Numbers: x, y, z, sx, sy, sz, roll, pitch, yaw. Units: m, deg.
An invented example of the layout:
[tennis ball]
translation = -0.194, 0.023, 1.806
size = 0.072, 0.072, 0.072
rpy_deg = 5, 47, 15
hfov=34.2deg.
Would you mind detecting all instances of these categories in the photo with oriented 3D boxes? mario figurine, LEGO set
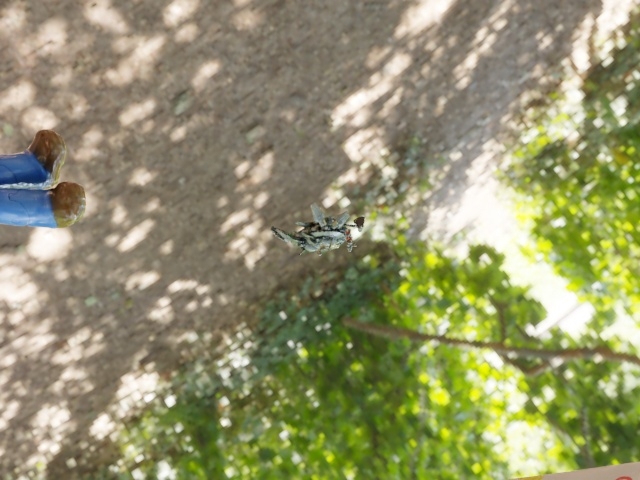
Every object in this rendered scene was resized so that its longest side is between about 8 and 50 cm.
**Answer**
[mario figurine]
translation = -0.433, -0.069, 1.199
size = 0.321, 0.198, 0.170
rpy_deg = -10, 115, -37
[LEGO set]
translation = 0.003, 0.000, 0.617
size = 0.054, 0.023, 0.083
rpy_deg = -8, 164, 24

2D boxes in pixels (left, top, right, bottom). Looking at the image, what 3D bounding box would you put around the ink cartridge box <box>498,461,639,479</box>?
[ink cartridge box]
translation = 0.225, 0.425, 1.236
size = 0.385, 0.160, 0.279
rpy_deg = -15, -160, 30
